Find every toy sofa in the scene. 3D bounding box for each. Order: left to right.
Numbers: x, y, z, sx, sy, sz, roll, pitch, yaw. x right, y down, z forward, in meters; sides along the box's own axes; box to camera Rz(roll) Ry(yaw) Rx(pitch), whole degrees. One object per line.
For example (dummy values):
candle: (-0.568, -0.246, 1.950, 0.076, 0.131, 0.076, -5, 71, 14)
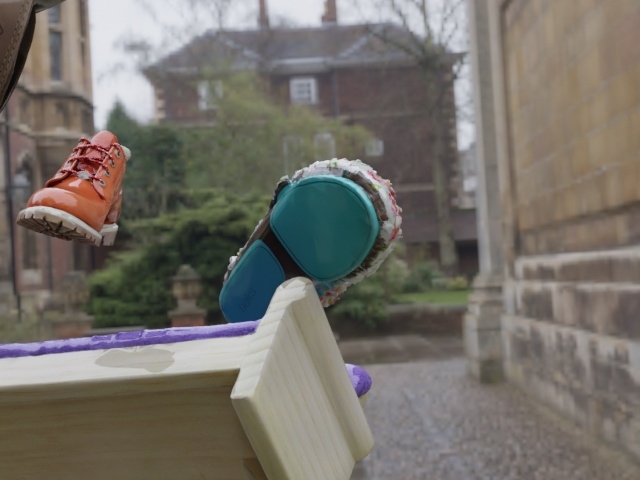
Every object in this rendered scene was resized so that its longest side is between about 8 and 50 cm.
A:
toy sofa: (-0.153, 0.118, 0.804, 0.363, 0.150, 0.177, -7, 32, 23)

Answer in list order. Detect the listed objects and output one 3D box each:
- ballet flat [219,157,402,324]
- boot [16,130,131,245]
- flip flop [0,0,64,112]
ballet flat: (0.000, 0.000, 0.776, 0.077, 0.091, 0.241, -27, -6, -34)
boot: (-0.172, -0.040, 0.801, 0.059, 0.084, 0.158, 17, 3, -3)
flip flop: (-0.156, -0.090, 0.507, 0.277, 0.080, 0.112, -28, 7, -14)
